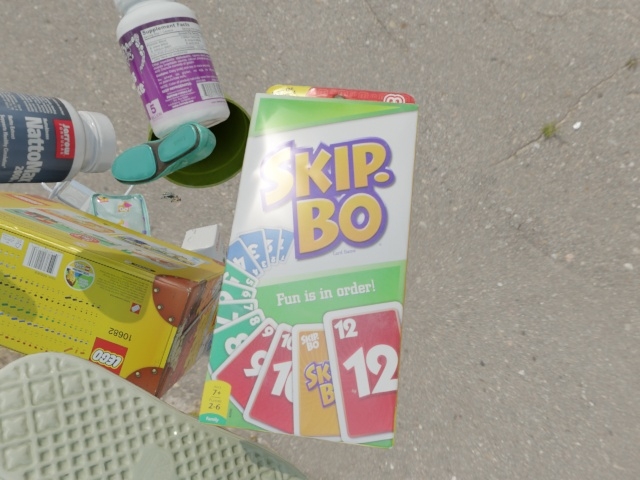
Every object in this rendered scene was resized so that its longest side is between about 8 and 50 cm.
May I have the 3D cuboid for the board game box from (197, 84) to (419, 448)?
[{"bbox_3d":[0.000,0.000,0.341,0.124,0.039,0.259,6,72,5],"label":"board game box"}]

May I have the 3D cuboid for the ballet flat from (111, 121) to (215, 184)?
[{"bbox_3d":[-0.310,-0.166,0.976,0.247,0.087,0.083,-17,81,26],"label":"ballet flat"}]

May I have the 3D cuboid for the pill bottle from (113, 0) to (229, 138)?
[{"bbox_3d":[-0.316,-0.378,1.000,0.169,0.169,0.301,-18,100,6],"label":"pill bottle"}]

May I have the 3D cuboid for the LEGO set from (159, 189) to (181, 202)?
[{"bbox_3d":[-0.435,-0.131,1.400,0.083,0.054,0.023,11,113,31],"label":"LEGO set"}]

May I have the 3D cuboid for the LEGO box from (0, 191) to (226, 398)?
[{"bbox_3d":[-0.449,0.073,0.912,0.500,0.372,0.193,20,92,1],"label":"LEGO box"}]

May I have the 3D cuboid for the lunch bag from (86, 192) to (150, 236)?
[{"bbox_3d":[-0.522,0.041,1.257,0.160,0.223,0.262,-5,58,-35],"label":"lunch bag"}]

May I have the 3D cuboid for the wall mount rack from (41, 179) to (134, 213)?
[{"bbox_3d":[-0.830,-0.205,1.802,0.350,0.304,0.130,35,125,-22],"label":"wall mount rack"}]

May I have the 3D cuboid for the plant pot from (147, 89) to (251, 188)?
[{"bbox_3d":[-0.460,-0.438,1.739,0.366,0.366,0.353,-33,50,3],"label":"plant pot"}]

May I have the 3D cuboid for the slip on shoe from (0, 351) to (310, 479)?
[{"bbox_3d":[-0.104,0.204,0.365,0.331,0.101,0.123,38,48,-13],"label":"slip on shoe"}]

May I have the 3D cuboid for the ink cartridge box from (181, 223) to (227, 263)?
[{"bbox_3d":[-0.300,0.086,1.335,0.092,0.160,0.219,-15,116,-2],"label":"ink cartridge box"}]

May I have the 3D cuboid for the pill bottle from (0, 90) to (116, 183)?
[{"bbox_3d":[-0.353,-0.124,0.586,0.108,0.180,0.108,6,101,35],"label":"pill bottle"}]

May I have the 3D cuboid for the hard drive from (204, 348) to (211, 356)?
[{"bbox_3d":[-0.376,0.272,1.512,0.054,0.255,0.172,-21,56,3],"label":"hard drive"}]
